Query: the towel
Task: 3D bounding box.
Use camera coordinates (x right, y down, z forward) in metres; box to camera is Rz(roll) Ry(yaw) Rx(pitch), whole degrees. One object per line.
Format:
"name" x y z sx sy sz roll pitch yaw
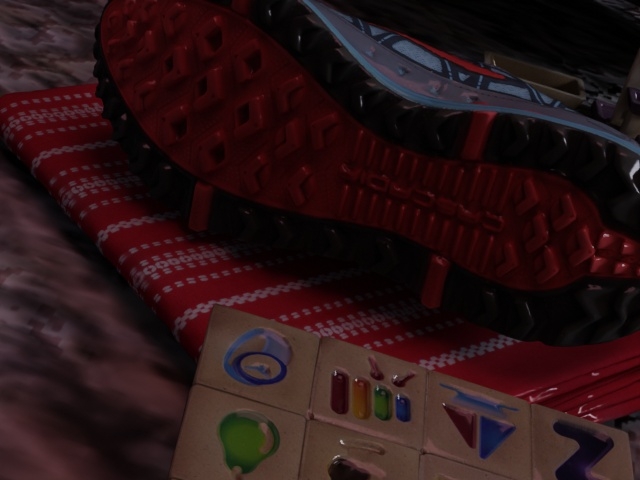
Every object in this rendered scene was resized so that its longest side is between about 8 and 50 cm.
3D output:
"towel" 0.000 0.000 0.547 0.199 0.031 0.275 -12 40 -37

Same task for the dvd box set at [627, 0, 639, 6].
"dvd box set" 0.142 -0.242 0.869 0.420 0.062 0.308 36 15 30

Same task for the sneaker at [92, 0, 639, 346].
"sneaker" 0.027 -0.037 0.522 0.262 0.104 0.125 28 17 14

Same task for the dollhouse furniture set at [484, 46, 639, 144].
"dollhouse furniture set" 0.158 -0.102 0.739 0.114 0.081 0.091 17 31 -3

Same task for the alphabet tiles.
"alphabet tiles" 0.064 0.121 0.374 0.237 0.009 0.198 18 38 -7
